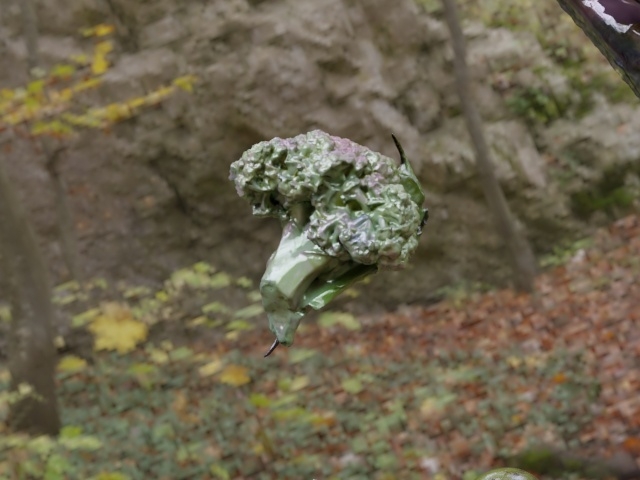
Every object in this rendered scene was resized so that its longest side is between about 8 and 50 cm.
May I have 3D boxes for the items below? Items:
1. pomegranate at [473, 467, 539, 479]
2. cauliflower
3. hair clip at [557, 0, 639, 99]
[{"bbox_3d":[0.207,0.347,1.646,0.159,0.129,0.129,-37,-5,4],"label":"pomegranate"},{"bbox_3d":[0.000,0.000,1.712,0.315,0.256,0.239,-58,-35,-12],"label":"cauliflower"},{"bbox_3d":[0.150,-0.194,0.957,0.110,0.358,0.096,-25,-30,-57],"label":"hair clip"}]
